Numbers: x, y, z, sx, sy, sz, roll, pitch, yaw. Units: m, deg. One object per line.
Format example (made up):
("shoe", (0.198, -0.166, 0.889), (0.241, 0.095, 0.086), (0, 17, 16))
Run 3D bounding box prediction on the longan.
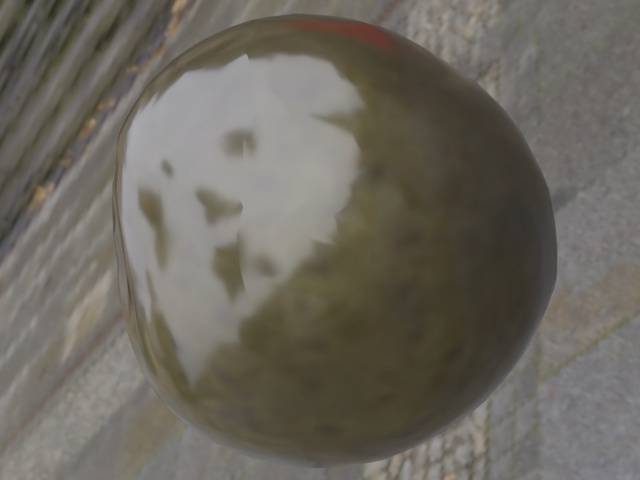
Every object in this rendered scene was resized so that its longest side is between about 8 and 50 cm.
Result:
("longan", (0.000, 0.000, 0.685), (0.246, 0.246, 0.215), (-56, 17, 19))
